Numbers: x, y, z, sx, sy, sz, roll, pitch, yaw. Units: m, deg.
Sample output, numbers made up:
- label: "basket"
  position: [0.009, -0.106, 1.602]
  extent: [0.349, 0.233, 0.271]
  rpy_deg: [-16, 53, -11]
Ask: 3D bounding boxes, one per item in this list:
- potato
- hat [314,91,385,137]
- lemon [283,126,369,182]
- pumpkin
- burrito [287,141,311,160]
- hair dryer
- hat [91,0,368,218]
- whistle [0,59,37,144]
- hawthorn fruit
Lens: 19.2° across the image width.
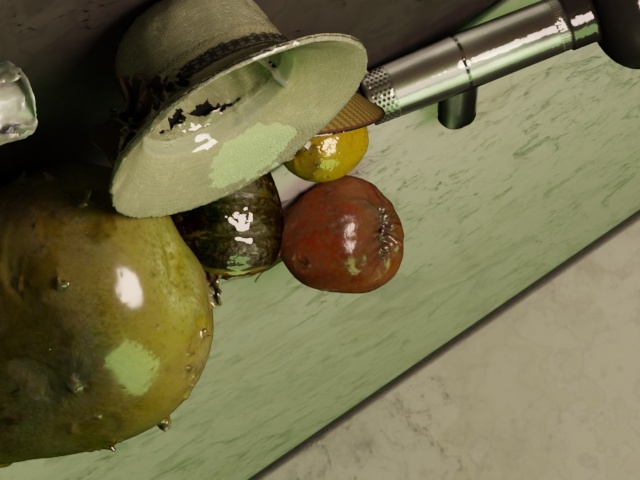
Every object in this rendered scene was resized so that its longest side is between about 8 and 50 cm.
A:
- label: "potato"
  position: [-0.263, 0.090, 1.764]
  extent: [0.359, 0.269, 0.219]
  rpy_deg: [-33, -169, 27]
- label: "hat"
  position: [-0.036, -0.149, 1.815]
  extent: [0.193, 0.082, 0.193]
  rpy_deg: [-5, -168, 1]
- label: "lemon"
  position: [0.007, -0.105, 2.001]
  extent: [0.111, 0.082, 0.082]
  rpy_deg: [-25, 163, -37]
- label: "pumpkin"
  position: [-0.101, -0.050, 1.848]
  extent: [0.119, 0.183, 0.107]
  rpy_deg: [-2, 122, -22]
- label: "burrito"
  position: [-0.047, -0.101, 1.906]
  extent: [0.055, 0.041, 0.149]
  rpy_deg: [-41, -166, -9]
- label: "hair dryer"
  position: [0.202, -0.217, 2.079]
  extent: [0.320, 0.155, 0.284]
  rpy_deg: [-21, -174, 8]
- label: "hat"
  position: [-0.099, -0.142, 1.610]
  extent: [0.257, 0.130, 0.257]
  rpy_deg: [-29, 163, -10]
- label: "whistle"
  position: [-0.360, -0.049, 1.289]
  extent: [0.346, 0.142, 0.134]
  rpy_deg: [-20, 178, -26]
- label: "hawthorn fruit"
  position: [0.006, -0.009, 2.236]
  extent: [0.189, 0.149, 0.149]
  rpy_deg: [6, 172, 16]
